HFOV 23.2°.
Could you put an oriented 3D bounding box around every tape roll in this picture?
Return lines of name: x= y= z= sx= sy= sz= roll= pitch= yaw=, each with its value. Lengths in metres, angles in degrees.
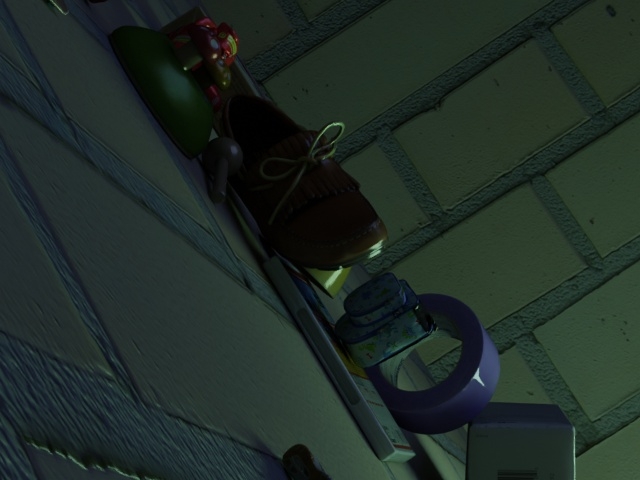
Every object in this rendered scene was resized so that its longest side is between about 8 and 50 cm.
tape roll: x=0.154 y=0.175 z=2.223 sx=0.189 sy=0.189 sz=0.080 roll=60 pitch=4 yaw=39

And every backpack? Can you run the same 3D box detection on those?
backpack: x=0.074 y=0.100 z=1.993 sx=0.084 sy=0.114 sz=0.105 roll=55 pitch=2 yaw=-20

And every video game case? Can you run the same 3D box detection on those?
video game case: x=0.026 y=0.156 z=1.990 sx=0.285 sy=0.025 sz=0.204 roll=59 pitch=4 yaw=13

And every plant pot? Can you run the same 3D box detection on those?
plant pot: x=0.000 y=0.000 z=2.128 sx=0.134 sy=0.095 sz=0.134 roll=42 pitch=-4 yaw=4

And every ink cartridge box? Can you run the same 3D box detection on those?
ink cartridge box: x=-0.150 y=-0.242 z=2.533 sx=0.234 sy=0.088 sz=0.193 roll=58 pitch=5 yaw=14

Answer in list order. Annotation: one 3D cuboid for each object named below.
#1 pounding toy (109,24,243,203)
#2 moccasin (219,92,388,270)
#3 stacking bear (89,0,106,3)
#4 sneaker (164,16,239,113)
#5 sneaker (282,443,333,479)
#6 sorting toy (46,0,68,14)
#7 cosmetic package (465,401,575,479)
pounding toy: x=-0.146 y=-0.182 z=1.902 sx=0.237 sy=0.110 sz=0.183 roll=56 pitch=4 yaw=-14
moccasin: x=-0.029 y=-0.084 z=1.996 sx=0.380 sy=0.139 sz=0.147 roll=-125 pitch=-162 yaw=-54
stacking bear: x=-0.303 y=-0.448 z=1.818 sx=0.289 sy=0.175 sz=0.164 roll=44 pitch=13 yaw=-40
sneaker: x=-0.166 y=-0.253 z=2.163 sx=0.107 sy=0.118 sz=0.279 roll=55 pitch=4 yaw=-26
sneaker: x=0.000 y=0.198 z=1.238 sx=0.037 sy=0.032 sz=0.083 roll=53 pitch=6 yaw=-44
sorting toy: x=-0.285 y=-0.268 z=1.568 sx=0.083 sy=0.012 sz=0.062 roll=63 pitch=11 yaw=27
cosmetic package: x=0.291 y=0.349 z=2.318 sx=0.365 sy=0.155 sz=0.197 roll=-2 pitch=92 yaw=-84
